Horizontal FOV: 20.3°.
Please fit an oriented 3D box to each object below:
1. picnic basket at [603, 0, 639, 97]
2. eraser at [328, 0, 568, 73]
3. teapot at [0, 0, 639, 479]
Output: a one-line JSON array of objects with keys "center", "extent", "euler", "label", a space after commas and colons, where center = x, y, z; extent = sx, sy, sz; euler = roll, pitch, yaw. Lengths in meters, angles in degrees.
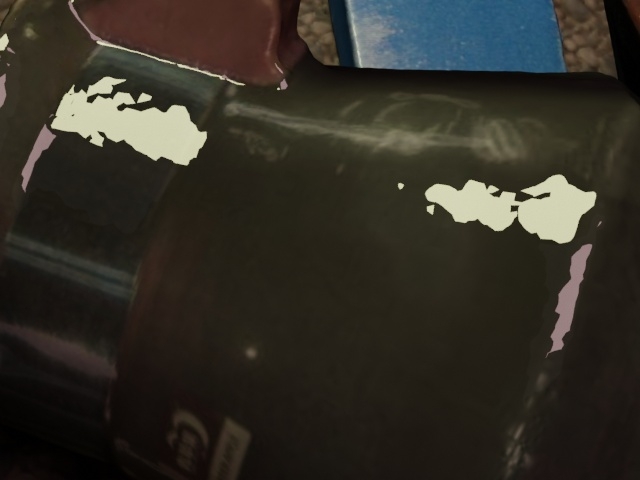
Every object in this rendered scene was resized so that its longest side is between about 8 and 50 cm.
[{"center": [0.241, -0.078, 0.993], "extent": [0.129, 0.297, 0.222], "euler": [-19, 59, 4], "label": "picnic basket"}, {"center": [0.082, -0.110, 1.109], "extent": [0.144, 0.042, 0.311], "euler": [-1, 60, -13], "label": "eraser"}, {"center": [0.000, 0.000, 0.848], "extent": [0.362, 0.376, 0.305], "euler": [18, 23, 6], "label": "teapot"}]
